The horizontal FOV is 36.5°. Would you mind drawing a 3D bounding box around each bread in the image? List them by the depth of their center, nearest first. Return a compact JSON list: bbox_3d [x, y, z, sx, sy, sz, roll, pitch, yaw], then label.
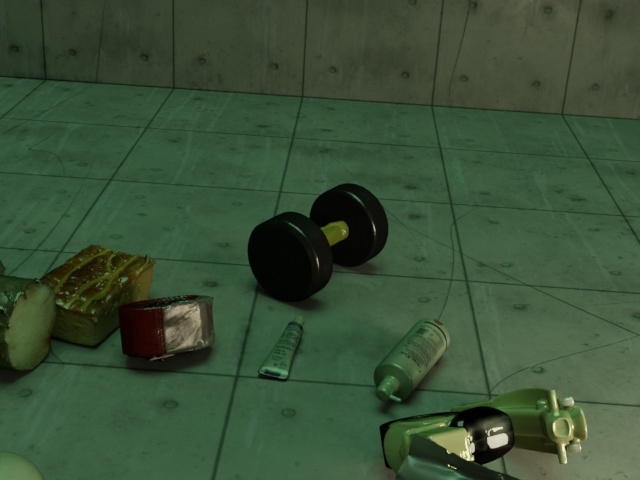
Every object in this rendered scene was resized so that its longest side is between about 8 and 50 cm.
[{"bbox_3d":[-0.493,0.112,2.092,0.184,0.114,0.275,10,27,16],"label":"bread"}]

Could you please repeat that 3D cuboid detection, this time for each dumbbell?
[{"bbox_3d":[0.000,0.000,2.293,0.203,0.204,0.322,19,29,30],"label":"dumbbell"}]

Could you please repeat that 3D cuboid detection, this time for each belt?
[{"bbox_3d":[-0.306,0.179,1.958,0.200,0.124,0.128,-7,7,-33],"label":"belt"}]

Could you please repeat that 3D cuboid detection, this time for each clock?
[{"bbox_3d":[0.291,0.325,1.645,0.379,0.120,0.276,-9,-3,-22],"label":"clock"}]

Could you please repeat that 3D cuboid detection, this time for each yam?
[{"bbox_3d":[-0.687,0.147,1.886,0.300,0.195,0.195,7,25,7],"label":"yam"}]

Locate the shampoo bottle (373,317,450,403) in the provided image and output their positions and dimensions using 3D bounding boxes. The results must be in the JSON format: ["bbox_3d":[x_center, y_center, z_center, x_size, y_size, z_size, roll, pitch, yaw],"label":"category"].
[{"bbox_3d":[0.174,0.244,1.921,0.085,0.085,0.262,15,27,23],"label":"shampoo bottle"}]

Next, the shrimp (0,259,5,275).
[{"bbox_3d":[-0.803,0.085,2.155,0.168,0.077,0.317,3,21,-7],"label":"shrimp"}]

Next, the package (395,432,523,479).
[{"bbox_3d":[0.188,0.423,1.361,0.204,0.251,0.062,17,5,32],"label":"package"}]

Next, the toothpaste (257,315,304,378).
[{"bbox_3d":[-0.072,0.219,2.004,0.062,0.037,0.216,9,29,10],"label":"toothpaste"}]

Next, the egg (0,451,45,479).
[{"bbox_3d":[-0.473,0.401,1.409,0.151,0.151,0.209,-1,30,-9],"label":"egg"}]
